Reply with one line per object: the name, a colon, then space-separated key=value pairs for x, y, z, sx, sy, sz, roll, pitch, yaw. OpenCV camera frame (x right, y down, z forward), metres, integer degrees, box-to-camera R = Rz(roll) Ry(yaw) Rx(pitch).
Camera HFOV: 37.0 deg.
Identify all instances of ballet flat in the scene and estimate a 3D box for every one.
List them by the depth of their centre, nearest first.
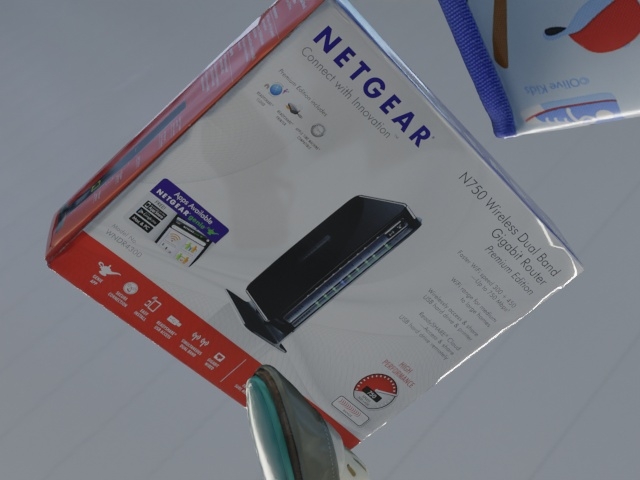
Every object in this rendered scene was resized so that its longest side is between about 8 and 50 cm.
ballet flat: x=0.001 y=0.167 z=0.595 sx=0.068 sy=0.213 sz=0.072 roll=-14 pitch=-161 yaw=-22

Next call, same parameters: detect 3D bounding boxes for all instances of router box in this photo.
router box: x=0.000 y=0.000 z=0.801 sx=0.301 sy=0.335 sz=0.082 roll=-41 pitch=-151 yaw=16

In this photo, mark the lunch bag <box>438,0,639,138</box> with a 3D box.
lunch bag: x=0.186 y=-0.278 z=0.456 sx=0.327 sy=0.386 sz=0.239 roll=-8 pitch=-143 yaw=38
